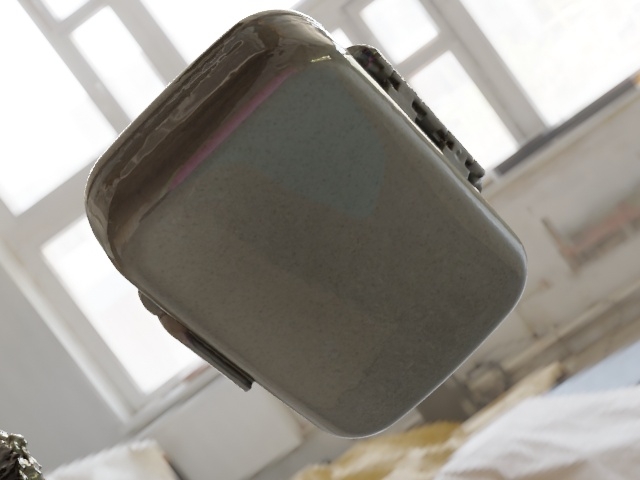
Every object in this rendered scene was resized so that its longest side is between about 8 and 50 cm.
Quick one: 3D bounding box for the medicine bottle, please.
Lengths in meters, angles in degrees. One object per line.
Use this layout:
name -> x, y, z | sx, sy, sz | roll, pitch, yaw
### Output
medicine bottle -> 0.000, 0.000, 1.176 | 0.282, 0.375, 0.123 | -44, 40, 5

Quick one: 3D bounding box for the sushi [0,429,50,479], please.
sushi -> -0.169, 0.143, 0.712 | 0.078, 0.090, 0.150 | -38, 26, -23
